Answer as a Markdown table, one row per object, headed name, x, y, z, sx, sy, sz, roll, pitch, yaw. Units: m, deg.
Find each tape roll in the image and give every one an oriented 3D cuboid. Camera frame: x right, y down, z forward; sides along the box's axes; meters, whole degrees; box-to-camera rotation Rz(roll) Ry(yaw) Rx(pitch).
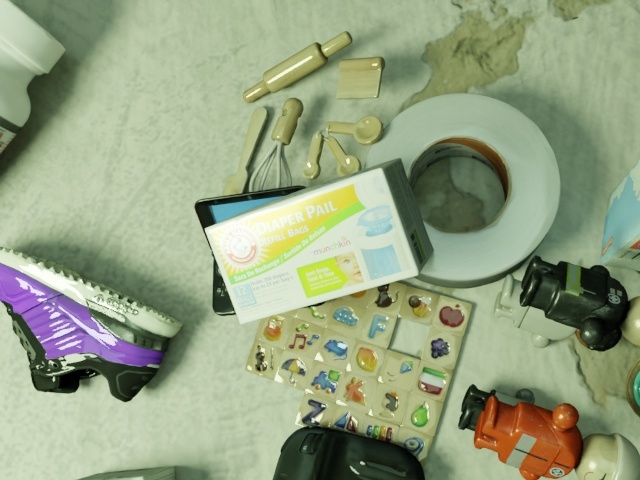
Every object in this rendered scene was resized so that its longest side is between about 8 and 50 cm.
| name | x | y | z | sx | sy | sz | roll | pitch | yaw |
| --- | --- | --- | --- | --- | --- | --- | --- | --- | --- |
| tape roll | 0.160 | -0.056 | 0.821 | 0.219 | 0.072 | 0.219 | -2 | 78 | 9 |

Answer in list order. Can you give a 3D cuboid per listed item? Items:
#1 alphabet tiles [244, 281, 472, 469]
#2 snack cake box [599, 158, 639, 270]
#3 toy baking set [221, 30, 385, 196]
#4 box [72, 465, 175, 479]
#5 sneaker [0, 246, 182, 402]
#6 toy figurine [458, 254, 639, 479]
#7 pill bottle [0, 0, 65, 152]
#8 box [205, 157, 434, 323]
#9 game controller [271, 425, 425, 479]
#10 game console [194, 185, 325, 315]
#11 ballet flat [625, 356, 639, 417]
| name | x | y | z | sx | sy | sz | roll | pitch | yaw |
| --- | --- | --- | --- | --- | --- | --- | --- | --- | --- |
| alphabet tiles | 0.036 | 0.135 | 0.836 | 0.237 | 0.009 | 0.198 | 17 | 82 | 14 |
| snack cake box | 0.375 | -0.028 | 0.676 | 0.152 | 0.264 | 0.089 | 11 | 80 | 12 |
| toy baking set | -0.033 | -0.141 | 0.864 | 0.256 | 0.030 | 0.196 | -21 | 62 | 25 |
| box | -0.225 | 0.308 | 0.798 | 0.101 | 0.102 | 0.087 | -8 | 79 | 7 |
| sneaker | -0.327 | 0.107 | 0.858 | 0.293 | 0.102 | 0.146 | 21 | 83 | 14 |
| toy figurine | 0.240 | 0.132 | 0.697 | 0.148 | 0.209 | 0.213 | 18 | 81 | 7 |
| pill bottle | -0.507 | -0.161 | 0.892 | 0.210 | 0.210 | 0.363 | 38 | 87 | 15 |
| box | 0.000 | 0.000 | 0.748 | 0.203 | 0.103 | 0.114 | -18 | 96 | 20 |
| game controller | 0.004 | 0.353 | 0.722 | 0.166 | 0.067 | 0.319 | 14 | 62 | 5 |
| game console | -0.071 | 0.015 | 0.835 | 0.144 | 0.085 | 0.124 | -7 | 67 | 12 |
| ballet flat | 0.469 | 0.087 | 0.698 | 0.342 | 0.124 | 0.116 | -35 | 77 | 17 |
